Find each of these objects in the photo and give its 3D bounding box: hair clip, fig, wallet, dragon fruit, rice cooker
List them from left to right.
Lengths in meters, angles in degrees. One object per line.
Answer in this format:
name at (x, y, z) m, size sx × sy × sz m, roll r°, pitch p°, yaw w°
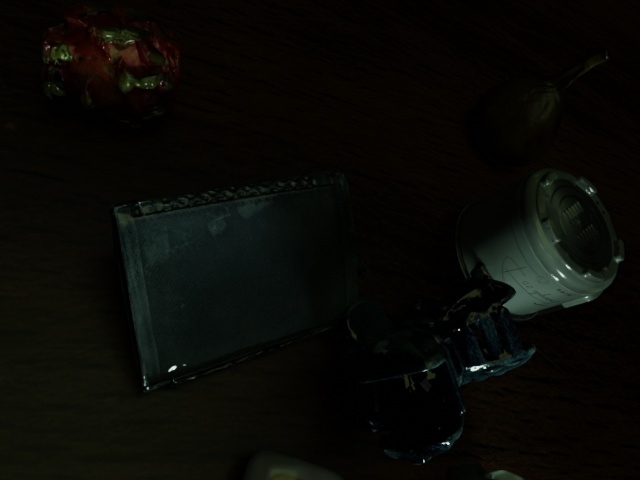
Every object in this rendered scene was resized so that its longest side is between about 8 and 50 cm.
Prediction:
dragon fruit at (-0.285, -0.235, 0.712) m, size 0.172 × 0.160 × 0.166 m, roll 4°, pitch 99°, yaw -27°
wallet at (-0.097, 0.040, 0.704) m, size 0.342 × 0.075 × 0.236 m, roll -14°, pitch 101°, yaw -36°
hair clip at (0.147, 0.169, 0.721) m, size 0.310 × 0.206 × 0.194 m, roll -20°, pitch 94°, yaw -44°
rice cooker at (0.373, 0.012, 0.925) m, size 0.281 × 0.227 × 0.241 m, roll -32°, pitch 88°, yaw -38°
fig at (0.478, -0.276, 1.104) m, size 0.191 × 0.290 × 0.190 m, roll 36°, pitch 43°, yaw -42°

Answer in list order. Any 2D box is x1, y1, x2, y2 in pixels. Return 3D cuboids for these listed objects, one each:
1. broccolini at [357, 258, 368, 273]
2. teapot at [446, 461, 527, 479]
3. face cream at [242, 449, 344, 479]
broccolini at (-0.005, 0.000, 0.834) m, size 0.201 × 0.058 × 0.073 m, roll 42°, pitch 67°, yaw -26°
teapot at (0.214, 0.439, 0.688) m, size 0.225 × 0.171 × 0.203 m, roll -59°, pitch 134°, yaw -42°
face cream at (-0.058, 0.400, 0.587) m, size 0.144 × 0.071 × 0.291 m, roll 28°, pitch 57°, yaw -16°
